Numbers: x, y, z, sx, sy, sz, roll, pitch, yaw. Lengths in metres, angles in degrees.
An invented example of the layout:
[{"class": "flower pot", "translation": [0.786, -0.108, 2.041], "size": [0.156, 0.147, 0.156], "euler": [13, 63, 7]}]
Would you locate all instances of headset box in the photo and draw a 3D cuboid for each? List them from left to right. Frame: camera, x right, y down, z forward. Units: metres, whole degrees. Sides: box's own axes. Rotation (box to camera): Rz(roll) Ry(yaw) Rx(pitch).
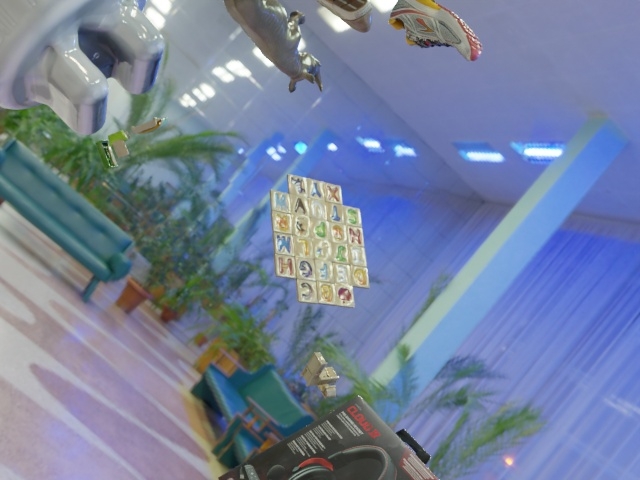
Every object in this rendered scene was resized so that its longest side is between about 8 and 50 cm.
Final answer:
[{"class": "headset box", "translation": [0.029, 0.381, 1.039], "size": [0.218, 0.293, 0.110], "euler": [40, -31, 51]}]

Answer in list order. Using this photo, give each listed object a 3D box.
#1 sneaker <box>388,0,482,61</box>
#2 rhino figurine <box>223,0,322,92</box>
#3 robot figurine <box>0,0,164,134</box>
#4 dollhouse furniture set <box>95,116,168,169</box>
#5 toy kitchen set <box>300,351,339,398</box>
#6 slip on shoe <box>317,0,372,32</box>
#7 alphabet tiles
[{"class": "sneaker", "translation": [0.219, -0.398, 1.330], "size": [0.088, 0.093, 0.225], "euler": [18, 24, -51]}, {"class": "rhino figurine", "translation": [-0.067, -0.325, 1.099], "size": [0.073, 0.106, 0.243], "euler": [-16, -49, 31]}, {"class": "robot figurine", "translation": [-0.311, -0.272, 0.672], "size": [0.353, 0.300, 0.200], "euler": [46, -25, -6]}, {"class": "dollhouse furniture set", "translation": [-0.368, -0.194, 1.382], "size": [0.076, 0.151, 0.059], "euler": [-60, 130, -79]}, {"class": "toy kitchen set", "translation": [0.018, 0.289, 1.494], "size": [0.083, 0.075, 0.068], "euler": [2, 40, -39]}, {"class": "slip on shoe", "translation": [0.029, -0.327, 0.945], "size": [0.135, 0.051, 0.041], "euler": [48, -5, 40]}, {"class": "alphabet tiles", "translation": [0.000, 0.000, 1.754], "size": [0.285, 0.343, 0.011], "euler": [11, -27, -35]}]
